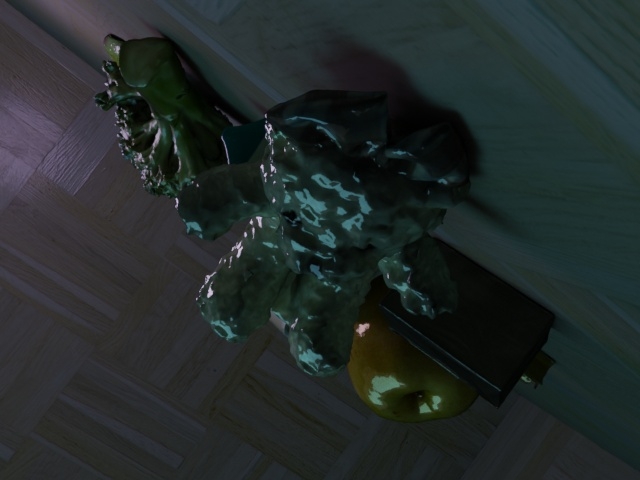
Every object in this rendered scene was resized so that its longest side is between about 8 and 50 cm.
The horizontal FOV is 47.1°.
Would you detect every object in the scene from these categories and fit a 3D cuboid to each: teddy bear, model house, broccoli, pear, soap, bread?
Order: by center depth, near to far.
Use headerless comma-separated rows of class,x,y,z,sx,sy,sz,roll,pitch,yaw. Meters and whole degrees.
teddy bear,-0.005,0.018,0.783,0.327,0.375,0.362,24,-167,-5
model house,-0.087,-0.128,1.191,0.149,0.127,0.100,33,176,13
broccoli,-0.244,-0.212,1.374,0.353,0.275,0.397,19,163,-23
pear,0.194,0.199,1.438,0.314,0.314,0.314,36,177,2
soap,0.396,0.226,1.640,0.233,0.076,0.135,38,176,-5
bread,-0.377,-0.364,1.699,0.301,0.045,0.301,35,176,3

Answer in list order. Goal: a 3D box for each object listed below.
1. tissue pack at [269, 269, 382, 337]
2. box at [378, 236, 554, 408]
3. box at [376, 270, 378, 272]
tissue pack,-0.028,0.094,2.042,0.205,0.332,0.405,33,179,-25
box,0.237,0.131,1.188,0.231,0.155,0.149,36,169,23
box,0.000,0.000,1.465,0.106,0.200,0.299,37,177,-34
